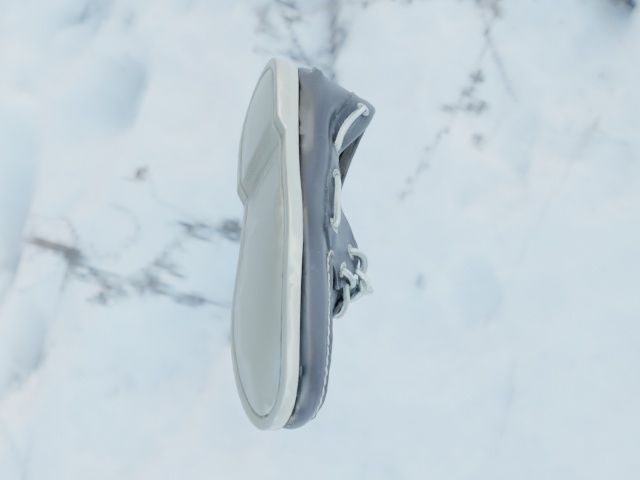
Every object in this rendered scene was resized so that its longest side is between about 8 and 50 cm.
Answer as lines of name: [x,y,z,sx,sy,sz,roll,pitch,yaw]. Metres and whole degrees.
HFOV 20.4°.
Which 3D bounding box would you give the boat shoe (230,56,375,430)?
boat shoe: [0.000,0.000,0.806,0.075,0.065,0.206,122,156,-43]
